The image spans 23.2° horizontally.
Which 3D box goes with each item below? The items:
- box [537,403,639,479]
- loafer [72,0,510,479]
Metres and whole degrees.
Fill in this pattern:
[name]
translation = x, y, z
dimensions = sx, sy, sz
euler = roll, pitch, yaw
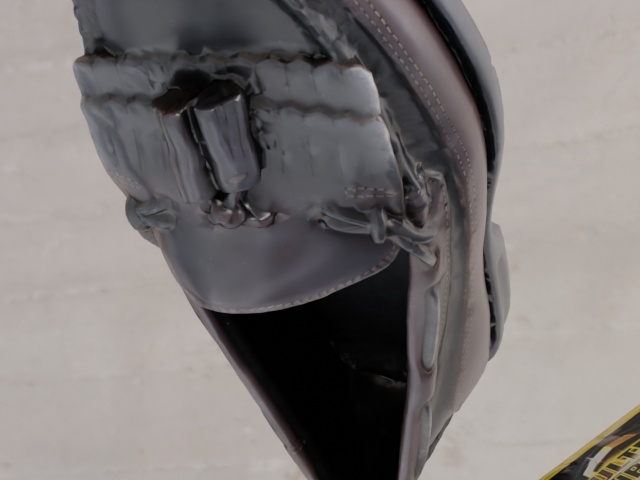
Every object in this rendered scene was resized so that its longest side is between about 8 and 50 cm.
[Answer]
[box]
translation = 0.145, 0.222, 0.530
dimensions = 0.257, 0.322, 0.079
euler = -31, 20, -32
[loafer]
translation = 0.000, 0.000, 0.478
dimensions = 0.109, 0.302, 0.095
euler = 7, 65, 20
